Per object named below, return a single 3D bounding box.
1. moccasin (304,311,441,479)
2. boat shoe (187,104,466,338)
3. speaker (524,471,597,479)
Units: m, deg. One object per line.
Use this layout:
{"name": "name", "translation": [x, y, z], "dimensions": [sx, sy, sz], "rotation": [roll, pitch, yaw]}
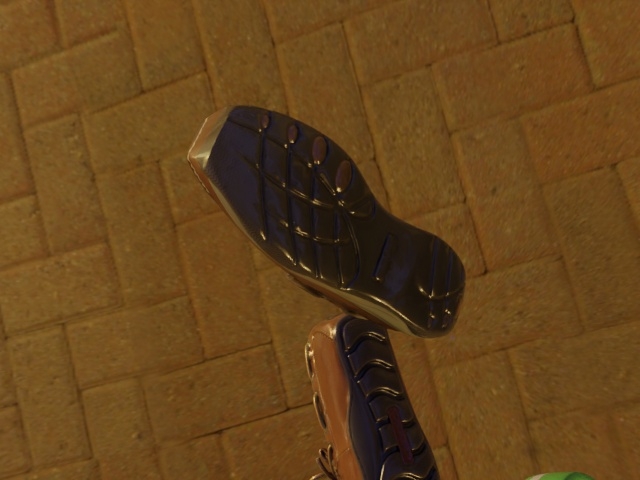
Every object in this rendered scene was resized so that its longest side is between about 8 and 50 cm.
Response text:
{"name": "moccasin", "translation": [0.060, 0.289, 1.116], "dimensions": [0.139, 0.147, 0.379], "rotation": [-15, 80, -34]}
{"name": "boat shoe", "translation": [0.000, 0.000, 0.771], "dimensions": [0.324, 0.120, 0.122], "rotation": [39, 66, -31]}
{"name": "speaker", "translation": [0.127, 0.306, 0.732], "dimensions": [0.296, 0.131, 0.131], "rotation": [-36, 77, 37]}
